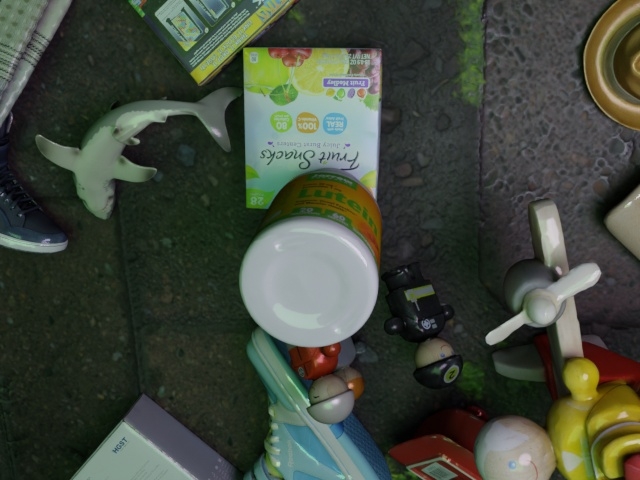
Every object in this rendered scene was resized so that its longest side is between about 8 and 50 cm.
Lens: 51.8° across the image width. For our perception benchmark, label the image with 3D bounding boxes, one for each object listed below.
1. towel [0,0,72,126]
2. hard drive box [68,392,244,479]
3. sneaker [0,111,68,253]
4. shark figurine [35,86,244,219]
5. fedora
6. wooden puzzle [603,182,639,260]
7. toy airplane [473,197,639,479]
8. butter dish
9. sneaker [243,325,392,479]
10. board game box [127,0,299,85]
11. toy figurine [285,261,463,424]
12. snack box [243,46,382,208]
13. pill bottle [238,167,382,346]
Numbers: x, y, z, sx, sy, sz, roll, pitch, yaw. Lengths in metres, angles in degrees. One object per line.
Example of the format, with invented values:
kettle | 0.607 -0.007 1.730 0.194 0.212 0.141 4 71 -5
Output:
towel | -0.511 -0.290 0.855 0.312 0.056 0.324 24 86 2
hard drive box | -0.250 0.384 1.018 0.232 0.089 0.181 41 105 -5
sneaker | -0.439 -0.090 0.918 0.226 0.086 0.163 28 108 0
shark figurine | -0.251 -0.154 0.877 0.278 0.116 0.166 -29 133 21
fedora | 0.419 -0.218 0.783 0.194 0.079 0.195 2 105 7
wooden puzzle | 0.584 -0.039 0.796 0.322 0.080 0.348 40 106 -10
toy airplane | 0.290 0.197 0.759 0.272 0.384 0.386 -18 59 -11
butter dish | 0.204 0.289 0.929 0.159 0.118 0.160 34 147 -5
sneaker | -0.059 0.289 0.952 0.208 0.127 0.319 -32 98 12
board game box | -0.135 -0.308 0.844 0.170 0.048 0.141 -38 99 14
toy figurine | 0.071 0.135 0.842 0.213 0.209 0.148 -22 78 6
snack box | -0.009 -0.144 0.859 0.174 0.070 0.207 2 107 6
pill bottle | 0.000 0.000 0.736 0.136 0.246 0.137 2 112 6
